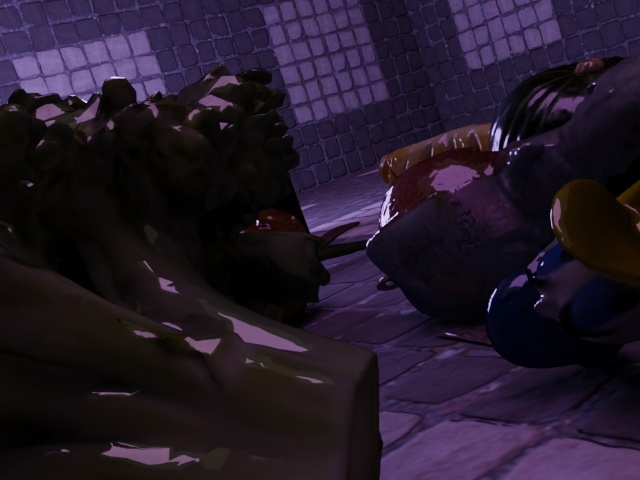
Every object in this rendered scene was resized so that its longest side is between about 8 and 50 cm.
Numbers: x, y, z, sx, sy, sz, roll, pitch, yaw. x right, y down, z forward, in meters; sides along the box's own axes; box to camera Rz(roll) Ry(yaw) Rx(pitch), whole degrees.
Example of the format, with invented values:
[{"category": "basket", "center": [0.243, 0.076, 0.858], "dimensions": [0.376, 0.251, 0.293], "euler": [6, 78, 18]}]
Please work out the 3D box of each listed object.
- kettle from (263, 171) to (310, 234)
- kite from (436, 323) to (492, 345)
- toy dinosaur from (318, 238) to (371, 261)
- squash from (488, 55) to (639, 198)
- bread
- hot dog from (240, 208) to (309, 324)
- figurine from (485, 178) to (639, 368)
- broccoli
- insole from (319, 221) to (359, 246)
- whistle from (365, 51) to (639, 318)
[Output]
[{"category": "kettle", "center": [-0.188, -0.113, 1.565], "dimensions": [0.262, 0.308, 0.203], "euler": [-20, 6, -20]}, {"category": "kite", "center": [0.155, 0.057, 0.611], "dimensions": [0.137, 0.005, 0.152], "euler": [-15, 7, 19]}, {"category": "toy dinosaur", "center": [-0.130, 0.040, 1.150], "dimensions": [0.447, 0.087, 0.301], "euler": [-5, 14, 36]}, {"category": "squash", "center": [0.281, -0.097, 0.801], "dimensions": [0.218, 0.172, 0.218], "euler": [-11, 10, 2]}, {"category": "bread", "center": [0.253, -0.137, 1.386], "dimensions": [0.311, 0.121, 0.173], "euler": [-13, 6, 38]}, {"category": "hot dog", "center": [-0.115, 0.055, 0.858], "dimensions": [0.196, 0.122, 0.272], "euler": [-17, 11, 26]}, {"category": "figurine", "center": [0.244, 0.000, 0.395], "dimensions": [0.338, 0.204, 0.283], "euler": [-29, 10, 20]}, {"category": "broccoli", "center": [-0.135, 0.052, 0.382], "dimensions": [0.318, 0.277, 0.338], "euler": [0, 12, -12]}, {"category": "insole", "center": [0.000, 0.000, 1.448], "dimensions": [0.086, 0.005, 0.253], "euler": [-14, 8, 29]}, {"category": "whistle", "center": [0.156, -0.041, 0.625], "dimensions": [0.346, 0.142, 0.133], "euler": [-42, 31, 40]}]
